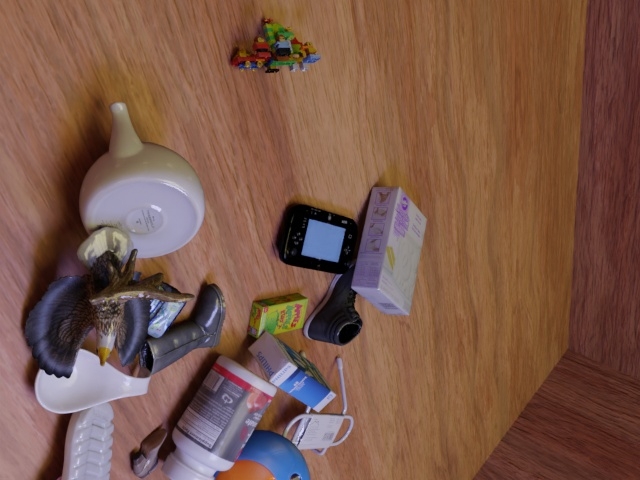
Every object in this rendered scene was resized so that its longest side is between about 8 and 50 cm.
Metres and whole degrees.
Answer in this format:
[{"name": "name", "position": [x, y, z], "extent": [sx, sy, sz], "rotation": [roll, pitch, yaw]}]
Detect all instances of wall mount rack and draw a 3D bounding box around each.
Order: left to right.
[{"name": "wall mount rack", "position": [-0.019, 0.511, 2.177], "extent": [0.350, 0.130, 0.304], "rotation": [21, 95, -54]}]

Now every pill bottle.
[{"name": "pill bottle", "position": [-0.262, 0.467, 1.798], "extent": [0.318, 0.176, 0.176], "rotation": [-59, 143, -11]}]

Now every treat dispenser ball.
[{"name": "treat dispenser ball", "position": [-0.170, 0.660, 1.921], "extent": [0.288, 0.288, 0.288], "rotation": [-27, 128, -41]}]

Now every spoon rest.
[{"name": "spoon rest", "position": [-0.471, 0.297, 1.507], "extent": [0.276, 0.084, 0.137], "rotation": [13, 88, -49]}]

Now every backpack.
[{"name": "backpack", "position": [-0.364, 0.148, 1.569], "extent": [0.084, 0.105, 0.114], "rotation": [34, 83, -30]}]

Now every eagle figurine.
[{"name": "eagle figurine", "position": [-0.417, 0.143, 1.364], "extent": [0.226, 0.298, 0.225], "rotation": [40, 53, -10]}]

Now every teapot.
[{"name": "teapot", "position": [-0.348, -0.099, 1.395], "extent": [0.252, 0.187, 0.256], "rotation": [22, 125, -34]}]

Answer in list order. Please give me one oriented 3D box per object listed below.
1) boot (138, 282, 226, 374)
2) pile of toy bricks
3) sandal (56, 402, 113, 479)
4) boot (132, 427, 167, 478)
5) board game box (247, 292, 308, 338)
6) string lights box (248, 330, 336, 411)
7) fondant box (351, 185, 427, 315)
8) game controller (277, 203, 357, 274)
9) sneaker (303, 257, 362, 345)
[{"name": "boot", "position": [-0.328, 0.209, 1.680], "extent": [0.208, 0.076, 0.189], "rotation": [-11, 115, -41]}, {"name": "pile of toy bricks", "position": [-0.099, -0.446, 1.598], "extent": [0.212, 0.118, 0.105], "rotation": [-12, 86, -38]}, {"name": "sandal", "position": [-0.548, 0.546, 1.560], "extent": [0.169, 0.102, 0.416], "rotation": [31, 70, -68]}, {"name": "boot", "position": [-0.418, 0.530, 1.758], "extent": [0.118, 0.042, 0.087], "rotation": [-41, 142, -29]}, {"name": "board game box", "position": [-0.115, 0.205, 1.954], "extent": [0.181, 0.043, 0.092], "rotation": [-6, 113, -50]}, {"name": "string lights box", "position": [-0.075, 0.360, 1.932], "extent": [0.077, 0.133, 0.259], "rotation": [-43, 138, 1]}, {"name": "fondant box", "position": [0.214, 0.033, 2.151], "extent": [0.238, 0.096, 0.330], "rotation": [40, 56, -52]}, {"name": "game controller", "position": [0.000, 0.000, 1.970], "extent": [0.319, 0.067, 0.166], "rotation": [13, 98, -54]}, {"name": "sneaker", "position": [0.088, 0.192, 2.114], "extent": [0.295, 0.147, 0.104], "rotation": [-55, 140, -18]}]
